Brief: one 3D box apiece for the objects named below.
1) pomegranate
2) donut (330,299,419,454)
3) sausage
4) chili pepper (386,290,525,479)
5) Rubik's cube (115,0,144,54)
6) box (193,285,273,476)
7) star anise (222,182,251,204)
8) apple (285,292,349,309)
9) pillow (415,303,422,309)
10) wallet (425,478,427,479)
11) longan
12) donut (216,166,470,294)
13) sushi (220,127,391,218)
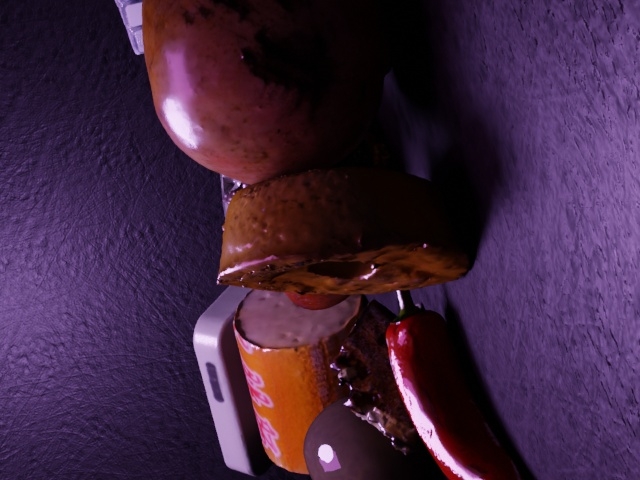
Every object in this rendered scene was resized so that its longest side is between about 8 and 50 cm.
[{"bbox_3d":[-0.056,-0.220,1.312,0.322,0.322,0.322,164,90,-82],"label":"pomegranate"},{"bbox_3d":[0.099,0.201,1.700,0.186,0.144,0.126,41,170,12],"label":"donut"},{"bbox_3d":[-0.018,0.227,2.093,0.233,0.233,0.287,-119,17,-58],"label":"sausage"},{"bbox_3d":[0.160,0.188,1.395,0.368,0.092,0.137,61,147,33],"label":"chili pepper"},{"bbox_3d":[-0.303,-0.569,2.407,0.259,0.256,0.253,-113,10,-45],"label":"Rubik's cube"},{"bbox_3d":[-0.083,0.210,2.286,0.090,0.373,0.367,11,128,30],"label":"box"},{"bbox_3d":[-0.077,-0.037,1.427,0.124,0.056,0.129,-51,42,40],"label":"star anise"},{"bbox_3d":[0.000,0.000,1.820,0.201,0.162,0.201,-22,-90,-88],"label":"apple"},{"bbox_3d":[0.129,0.158,1.575,0.091,0.055,0.136,87,164,-48],"label":"pillow"},{"bbox_3d":[0.181,0.484,1.957,0.244,0.025,0.124,85,166,-47],"label":"wallet"},{"bbox_3d":[0.072,0.327,1.837,0.212,0.198,0.198,41,-151,-73],"label":"longan"},{"bbox_3d":[0.022,-0.007,1.297,0.277,0.277,0.108,118,149,-79],"label":"donut"},{"bbox_3d":[-0.033,-0.099,1.631,0.234,0.207,0.348,98,156,-46],"label":"sushi"}]
